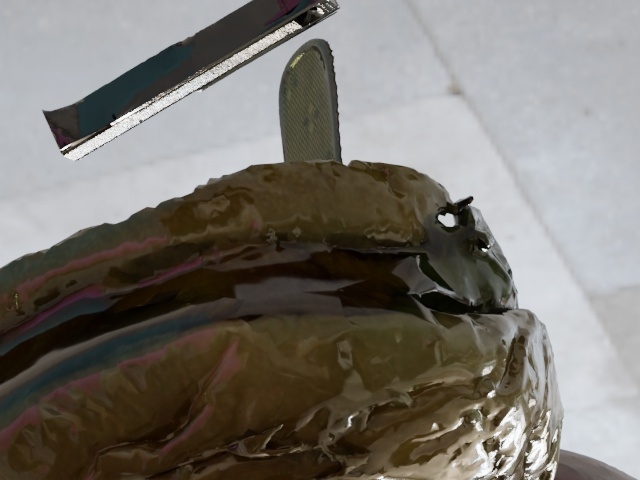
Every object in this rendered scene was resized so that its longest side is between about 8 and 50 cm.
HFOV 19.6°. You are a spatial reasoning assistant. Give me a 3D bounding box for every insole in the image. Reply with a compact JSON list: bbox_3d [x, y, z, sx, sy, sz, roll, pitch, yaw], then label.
[{"bbox_3d":[0.000,0.000,1.323,0.007,0.322,0.109,10,152,-31],"label":"insole"}]

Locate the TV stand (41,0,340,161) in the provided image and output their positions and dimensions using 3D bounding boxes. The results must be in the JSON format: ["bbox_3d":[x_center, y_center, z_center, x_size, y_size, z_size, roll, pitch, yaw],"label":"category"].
[{"bbox_3d":[-0.108,-0.148,1.512,0.256,0.049,0.040,-29,165,12],"label":"TV stand"}]

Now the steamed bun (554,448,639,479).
[{"bbox_3d":[0.165,0.287,1.435,0.374,0.374,0.241,10,108,-21],"label":"steamed bun"}]

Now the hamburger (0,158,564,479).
[{"bbox_3d":[-0.040,0.080,0.700,0.265,0.134,0.285,-25,157,9],"label":"hamburger"}]
